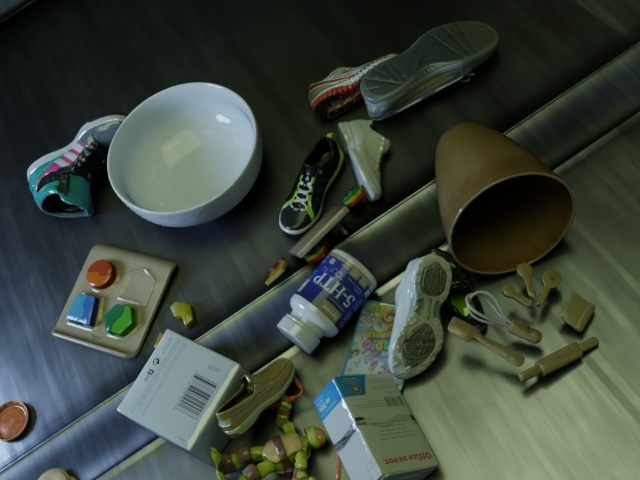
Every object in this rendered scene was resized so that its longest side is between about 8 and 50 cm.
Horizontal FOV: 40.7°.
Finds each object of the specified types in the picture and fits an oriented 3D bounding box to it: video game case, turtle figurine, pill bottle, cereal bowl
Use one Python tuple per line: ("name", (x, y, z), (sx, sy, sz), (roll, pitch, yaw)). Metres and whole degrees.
("video game case", (0.117, 0.196, 1.616), (0.119, 0.015, 0.166), (9, 65, 21))
("turtle figurine", (-0.081, 0.370, 1.535), (0.218, 0.087, 0.269), (-20, 42, -6))
("pill bottle", (0.009, 0.118, 1.634), (0.112, 0.112, 0.186), (33, 76, 29))
("cereal bowl", (-0.276, -0.167, 1.860), (0.339, 0.141, 0.338), (-7, 59, 13))

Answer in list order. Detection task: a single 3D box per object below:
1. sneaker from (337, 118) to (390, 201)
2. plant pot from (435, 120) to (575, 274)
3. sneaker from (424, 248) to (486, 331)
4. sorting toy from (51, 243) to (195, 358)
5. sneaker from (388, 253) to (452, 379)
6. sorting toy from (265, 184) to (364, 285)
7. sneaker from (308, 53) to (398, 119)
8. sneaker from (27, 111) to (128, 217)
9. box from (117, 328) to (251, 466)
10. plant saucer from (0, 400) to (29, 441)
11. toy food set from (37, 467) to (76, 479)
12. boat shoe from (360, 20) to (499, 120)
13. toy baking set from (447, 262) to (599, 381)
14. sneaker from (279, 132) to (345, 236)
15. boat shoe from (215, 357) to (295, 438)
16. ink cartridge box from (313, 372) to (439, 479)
("sneaker", (0.106, -0.178, 1.797), (0.094, 0.080, 0.212), (-15, 57, -6))
("plant pot", (0.315, -0.106, 1.624), (0.237, 0.237, 0.254), (-22, 43, 4))
("sneaker", (0.252, 0.085, 1.600), (0.067, 0.078, 0.188), (-26, 58, 1))
("sorting toy", (-0.393, 0.129, 1.788), (0.307, 0.041, 0.229), (13, 66, 22))
("sneaker", (0.173, 0.139, 1.579), (0.090, 0.115, 0.232), (19, 86, -15))
("sorting toy", (0.000, 0.000, 1.703), (0.274, 0.132, 0.046), (-44, 98, -6))
("sneaker", (0.074, -0.356, 1.894), (0.225, 0.088, 0.092), (-24, 52, -1))
("sneaker", (-0.527, -0.148, 1.920), (0.296, 0.124, 0.178), (-32, 54, 16))
("box", (-0.243, 0.291, 1.607), (0.182, 0.119, 0.181), (21, 70, 26))
("plant saucer", (-0.626, 0.365, 1.742), (0.084, 0.013, 0.083), (-7, 61, 13))
("toy food set", (-0.510, 0.474, 1.643), (0.083, 0.020, 0.083), (31, 75, 29))
("boat shoe", (0.235, -0.364, 1.851), (0.320, 0.103, 0.118), (-31, 59, -6))
("toy baking set", (0.361, 0.150, 1.522), (0.256, 0.030, 0.196), (-27, 69, -16))
("sneaker", (-0.028, -0.122, 1.786), (0.084, 0.097, 0.234), (16, 68, 24))
("boat shoe", (-0.116, 0.268, 1.558), (0.068, 0.072, 0.190), (-4, 32, 42))
("ink cartridge box", (0.094, 0.326, 1.469), (0.082, 0.140, 0.190), (-51, 51, 34))
